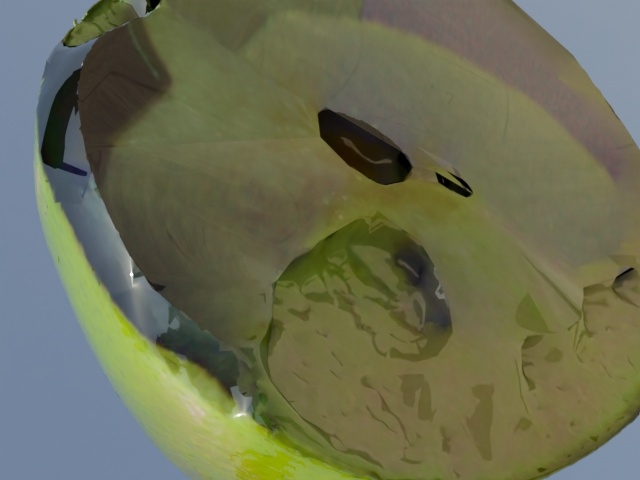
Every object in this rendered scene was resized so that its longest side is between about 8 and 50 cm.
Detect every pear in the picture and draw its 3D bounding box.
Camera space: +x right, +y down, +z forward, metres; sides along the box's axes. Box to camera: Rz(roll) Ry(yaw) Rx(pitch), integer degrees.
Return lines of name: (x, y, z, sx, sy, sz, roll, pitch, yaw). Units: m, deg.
pear: (0.001, 0.005, 1.043, 0.399, 0.165, 0.398, 20, -134, -22)
